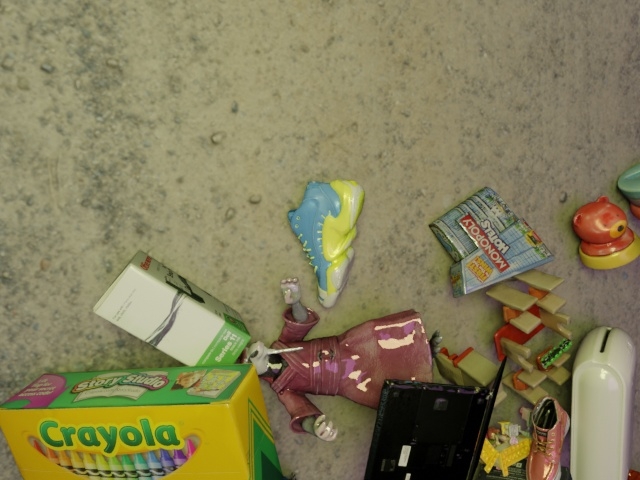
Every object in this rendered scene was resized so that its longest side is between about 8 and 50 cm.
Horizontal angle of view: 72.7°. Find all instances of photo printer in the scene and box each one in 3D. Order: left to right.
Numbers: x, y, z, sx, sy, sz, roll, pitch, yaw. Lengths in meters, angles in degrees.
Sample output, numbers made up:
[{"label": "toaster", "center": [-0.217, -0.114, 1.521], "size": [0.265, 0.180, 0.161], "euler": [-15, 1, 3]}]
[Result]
[{"label": "photo printer", "center": [0.620, 0.348, 0.952], "size": [0.256, 0.107, 0.307], "euler": [-14, 103, -50]}]

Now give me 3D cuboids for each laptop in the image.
[{"label": "laptop", "center": [0.199, 0.316, 0.734], "size": [0.264, 0.136, 0.234], "euler": [7, 102, -7]}]

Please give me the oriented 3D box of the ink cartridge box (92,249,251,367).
[{"label": "ink cartridge box", "center": [-0.227, 0.113, 0.683], "size": [0.208, 0.153, 0.087], "euler": [37, 84, -19]}]

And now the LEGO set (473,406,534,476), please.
[{"label": "LEGO set", "center": [0.337, 0.407, 0.919], "size": [0.287, 0.107, 0.132], "euler": [15, 78, -23]}]

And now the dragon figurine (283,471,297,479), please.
[{"label": "dragon figurine", "center": [-0.133, 0.380, 0.780], "size": [0.085, 0.144, 0.289], "euler": [-35, 86, -9]}]

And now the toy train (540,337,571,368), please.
[{"label": "toy train", "center": [0.466, 0.224, 0.861], "size": [0.083, 0.017, 0.023], "euler": [-33, 129, -16]}]

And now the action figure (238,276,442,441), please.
[{"label": "action figure", "center": [0.019, 0.213, 0.788], "size": [0.370, 0.276, 0.248], "euler": [2, 73, 1]}]

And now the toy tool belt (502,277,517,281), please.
[{"label": "toy tool belt", "center": [0.398, 0.061, 0.933], "size": [0.083, 0.052, 0.051], "euler": [-1, 70, -18]}]

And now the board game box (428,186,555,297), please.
[{"label": "board game box", "center": [0.314, 0.015, 0.852], "size": [0.194, 0.060, 0.194], "euler": [-33, 80, -12]}]

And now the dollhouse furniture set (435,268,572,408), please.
[{"label": "dollhouse furniture set", "center": [0.381, 0.214, 0.902], "size": [0.259, 0.135, 0.262], "euler": [-30, 118, -18]}]

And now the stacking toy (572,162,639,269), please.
[{"label": "stacking toy", "center": [0.705, -0.074, 0.891], "size": [0.309, 0.279, 0.130], "euler": [-40, 108, -13]}]

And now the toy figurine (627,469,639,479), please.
[{"label": "toy figurine", "center": [0.817, 0.723, 1.089], "size": [0.209, 0.148, 0.213], "euler": [-23, 103, -14]}]

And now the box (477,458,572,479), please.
[{"label": "box", "center": [0.419, 0.687, 0.870], "size": [0.312, 0.179, 0.343], "euler": [-36, 110, -46]}]

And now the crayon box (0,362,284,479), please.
[{"label": "crayon box", "center": [-0.244, 0.347, 0.637], "size": [0.363, 0.106, 0.313], "euler": [-7, 106, 14]}]

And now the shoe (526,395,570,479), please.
[{"label": "shoe", "center": [0.444, 0.403, 0.866], "size": [0.081, 0.063, 0.178], "euler": [48, 62, -30]}]

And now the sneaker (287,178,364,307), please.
[{"label": "sneaker", "center": [0.000, 0.000, 0.790], "size": [0.126, 0.091, 0.240], "euler": [16, 106, 13]}]
